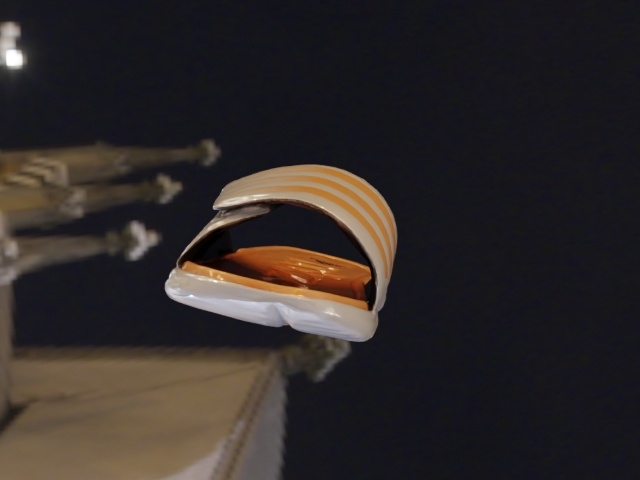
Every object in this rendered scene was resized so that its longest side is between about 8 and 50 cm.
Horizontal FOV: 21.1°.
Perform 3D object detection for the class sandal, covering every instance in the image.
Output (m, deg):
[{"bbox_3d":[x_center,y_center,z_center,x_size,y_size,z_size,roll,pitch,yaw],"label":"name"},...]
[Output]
[{"bbox_3d":[-0.010,-0.002,0.867,0.102,0.265,0.076,12,-86,5],"label":"sandal"}]
